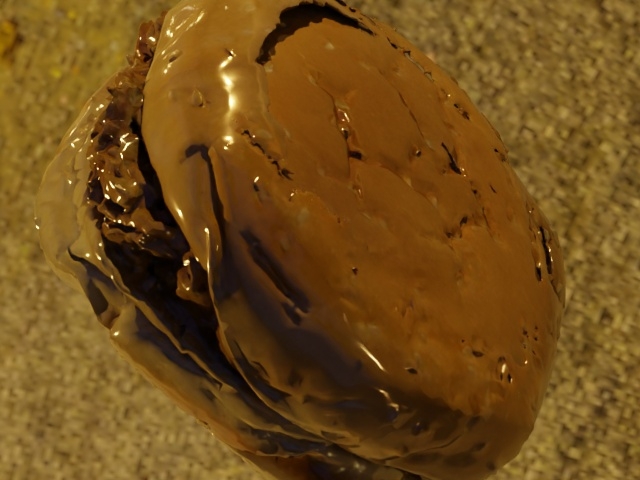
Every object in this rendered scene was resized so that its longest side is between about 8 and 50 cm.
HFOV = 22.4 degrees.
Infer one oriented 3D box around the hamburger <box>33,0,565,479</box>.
[{"bbox_3d":[-0.001,0.001,0.609,0.108,0.214,0.213,-35,52,31],"label":"hamburger"}]
